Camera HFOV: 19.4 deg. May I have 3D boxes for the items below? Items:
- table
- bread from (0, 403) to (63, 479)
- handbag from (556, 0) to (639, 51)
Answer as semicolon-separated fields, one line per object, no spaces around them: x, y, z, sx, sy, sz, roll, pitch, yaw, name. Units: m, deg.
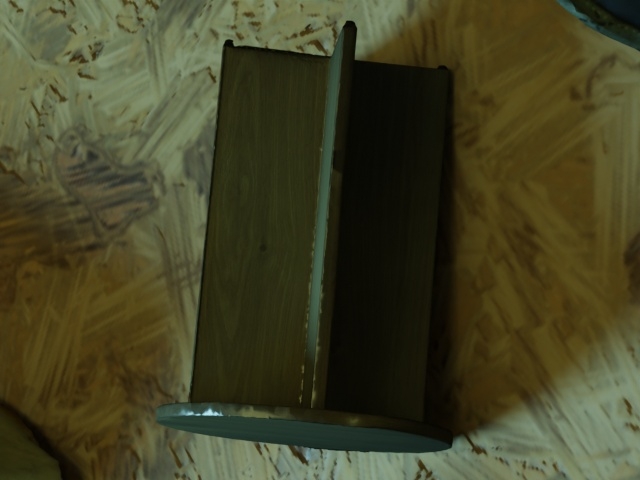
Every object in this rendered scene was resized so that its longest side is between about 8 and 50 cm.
0.000;0.000;1.069;0.167;0.167;0.227;-5;75;39;table
-0.355;0.217;1.296;0.279;0.207;0.279;29;106;38;bread
0.162;-0.339;0.865;0.316;0.180;0.416;35;113;-7;handbag
